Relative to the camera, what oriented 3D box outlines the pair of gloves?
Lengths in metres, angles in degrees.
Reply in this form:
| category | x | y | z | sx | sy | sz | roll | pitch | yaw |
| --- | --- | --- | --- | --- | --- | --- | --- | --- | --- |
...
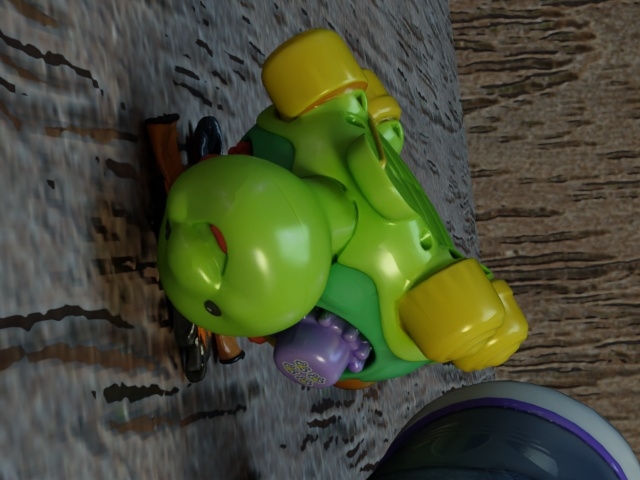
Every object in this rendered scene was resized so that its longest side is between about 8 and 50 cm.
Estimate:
| category | x | y | z | sx | sy | sz | roll | pitch | yaw |
| --- | --- | --- | --- | --- | --- | --- | --- | --- | --- |
| pair of gloves | -0.033 | 0.001 | 0.490 | 0.083 | 0.010 | 0.074 | -15 | 98 | -82 |

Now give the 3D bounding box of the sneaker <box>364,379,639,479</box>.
| category | x | y | z | sx | sy | sz | roll | pitch | yaw |
| --- | --- | --- | --- | --- | --- | --- | --- | --- | --- |
| sneaker | 0.038 | 0.216 | 0.463 | 0.236 | 0.130 | 0.322 | -48 | 136 | -66 |

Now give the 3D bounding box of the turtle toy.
| category | x | y | z | sx | sy | sz | roll | pitch | yaw |
| --- | --- | --- | --- | --- | --- | --- | --- | --- | --- |
| turtle toy | 0.000 | 0.000 | 0.448 | 0.095 | 0.066 | 0.130 | 60 | 9 | 13 |
